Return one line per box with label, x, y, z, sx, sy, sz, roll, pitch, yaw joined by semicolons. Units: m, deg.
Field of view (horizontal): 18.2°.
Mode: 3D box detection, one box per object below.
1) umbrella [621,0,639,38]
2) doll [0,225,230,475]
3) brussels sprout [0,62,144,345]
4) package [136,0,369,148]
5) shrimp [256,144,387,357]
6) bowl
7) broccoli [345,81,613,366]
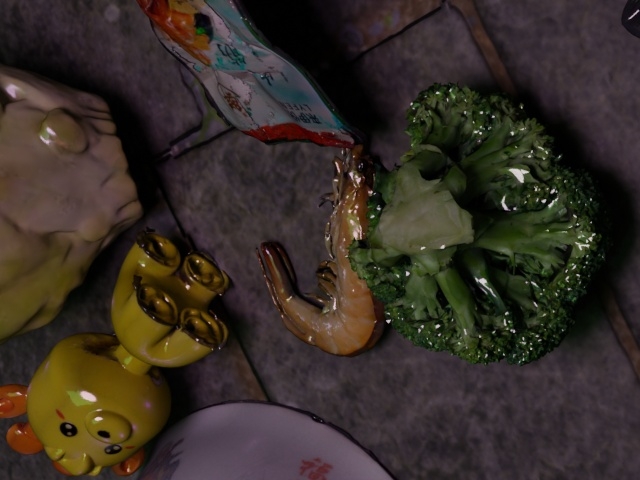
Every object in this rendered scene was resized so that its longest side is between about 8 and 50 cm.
umbrella;0.307;-0.079;1.218;0.272;0.122;0.110;50;170;7
doll;-0.168;0.106;1.580;0.143;0.135;0.221;26;122;-24
brussels sprout;-0.306;-0.037;1.576;0.273;0.317;0.242;125;142;-52
package;-0.077;-0.144;1.417;0.166;0.040;0.232;12;147;51
shrimp;0.001;-0.001;1.505;0.124;0.034;0.178;10;113;40
bowl;-0.071;0.311;1.577;0.345;0.157;0.345;12;111;33
broccoli;0.105;-0.007;1.357;0.195;0.156;0.195;-9;68;25
